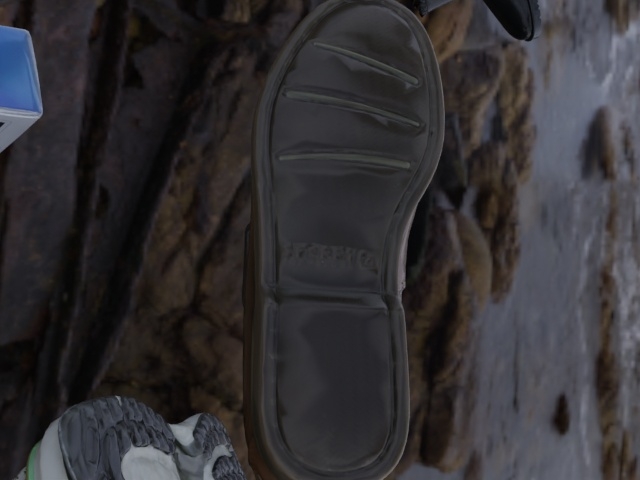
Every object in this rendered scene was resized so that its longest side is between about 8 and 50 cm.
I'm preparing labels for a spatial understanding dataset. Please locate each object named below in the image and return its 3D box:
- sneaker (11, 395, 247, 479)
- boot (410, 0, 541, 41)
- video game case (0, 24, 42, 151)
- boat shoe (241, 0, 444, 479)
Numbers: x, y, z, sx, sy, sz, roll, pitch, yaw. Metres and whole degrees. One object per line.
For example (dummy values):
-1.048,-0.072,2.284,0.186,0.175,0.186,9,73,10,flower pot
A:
-0.159,0.229,0.778,0.410,0.182,0.158,53,13,-64,sneaker
0.126,-0.217,0.845,0.045,0.099,0.121,166,-96,-78,boot
-0.334,-0.060,0.539,0.269,0.244,0.061,4,67,-44,video game case
0.000,0.000,0.577,0.104,0.111,0.307,118,-17,-65,boat shoe
